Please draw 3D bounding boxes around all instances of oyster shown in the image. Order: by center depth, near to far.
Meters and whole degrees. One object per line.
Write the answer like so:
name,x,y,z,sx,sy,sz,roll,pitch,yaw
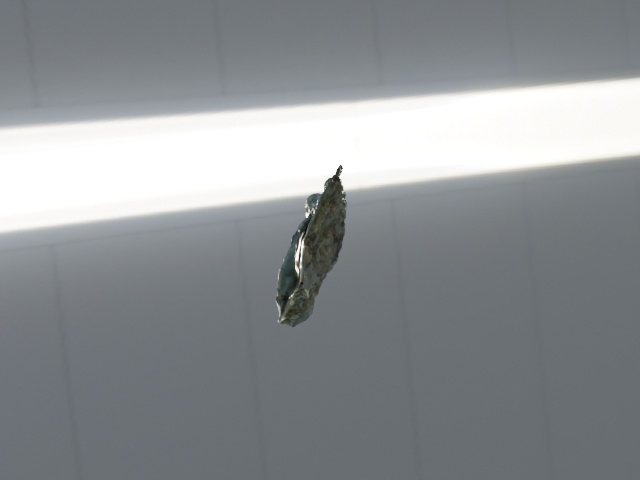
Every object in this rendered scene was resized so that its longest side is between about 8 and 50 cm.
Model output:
oyster,0.000,0.000,0.963,0.037,0.100,0.098,21,-145,-4
